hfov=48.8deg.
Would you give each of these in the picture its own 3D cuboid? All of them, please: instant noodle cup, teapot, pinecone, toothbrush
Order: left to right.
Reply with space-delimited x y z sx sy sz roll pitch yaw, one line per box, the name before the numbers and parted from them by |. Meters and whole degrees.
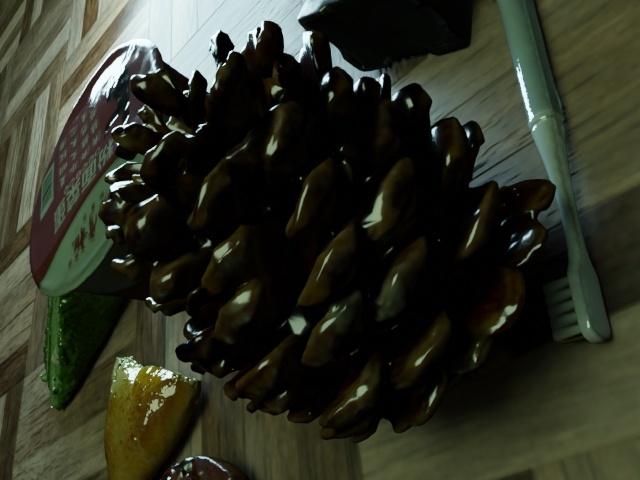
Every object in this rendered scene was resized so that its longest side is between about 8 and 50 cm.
instant noodle cup | -0.133 -0.041 0.650 0.235 0.178 0.234 -26 53 42
pinecone | 0.000 0.000 0.427 0.224 0.272 0.224 -58 6 9
teapot | 0.059 -0.209 0.577 0.177 0.087 0.096 -1 68 51
toothbrush | 0.142 -0.094 0.468 0.030 0.025 0.342 -29 53 43

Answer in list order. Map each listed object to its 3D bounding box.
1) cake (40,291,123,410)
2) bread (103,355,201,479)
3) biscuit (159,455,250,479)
cake | -0.299 0.107 0.905 0.100 0.099 0.235 51 134 48
bread | -0.184 0.190 0.708 0.154 0.054 0.136 2 77 54
biscuit | -0.107 0.275 0.575 0.192 0.049 0.192 -20 62 41
